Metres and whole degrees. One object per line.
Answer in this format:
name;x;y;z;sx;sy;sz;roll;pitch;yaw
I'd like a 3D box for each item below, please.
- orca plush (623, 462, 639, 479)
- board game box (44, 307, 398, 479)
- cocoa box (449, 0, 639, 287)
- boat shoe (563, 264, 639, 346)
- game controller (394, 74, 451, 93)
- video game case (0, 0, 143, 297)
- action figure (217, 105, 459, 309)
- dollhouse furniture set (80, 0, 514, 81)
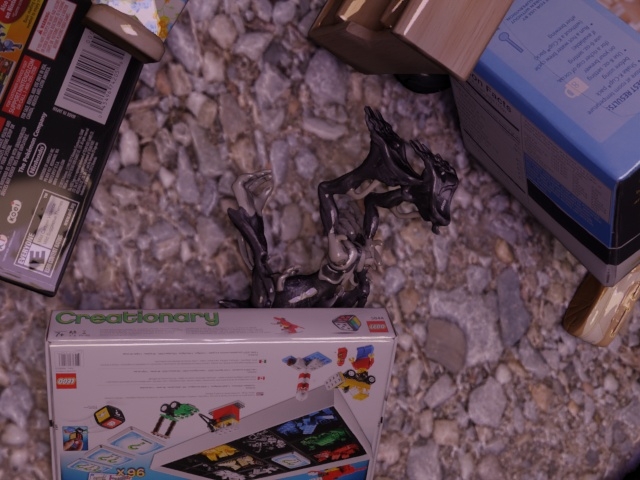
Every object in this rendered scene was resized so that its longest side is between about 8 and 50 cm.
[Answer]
orca plush;0.330;0.300;1.014;0.102;0.151;0.287;28;88;16
board game box;-0.092;0.155;0.856;0.305;0.053;0.193;1;121;-11
cocoa box;0.320;-0.176;0.855;0.347;0.228;0.231;-39;61;-4
boat shoe;0.336;0.042;1.023;0.059;0.063;0.170;32;94;-18
game controller;0.192;-0.284;0.969;0.319;0.067;0.166;-28;86;-13
video game case;-0.307;-0.119;0.818;0.248;0.035;0.275;22;76;-16
action figure;0.000;0.000;0.884;0.164;0.141;0.275;19;128;-41
dollhouse furniture set;-0.045;-0.301;0.726;0.394;0.256;0.362;31;89;-19
